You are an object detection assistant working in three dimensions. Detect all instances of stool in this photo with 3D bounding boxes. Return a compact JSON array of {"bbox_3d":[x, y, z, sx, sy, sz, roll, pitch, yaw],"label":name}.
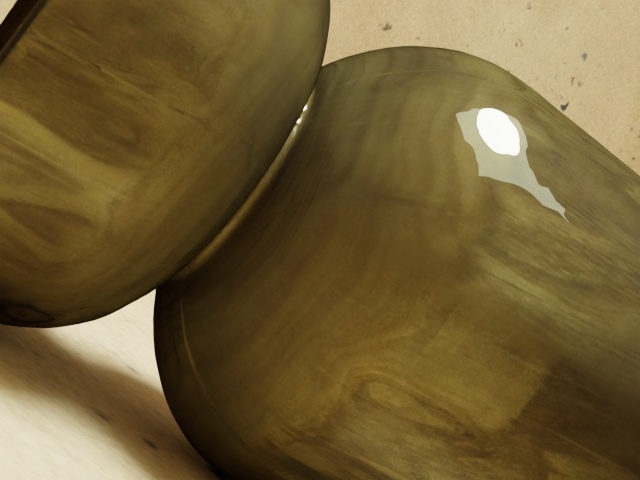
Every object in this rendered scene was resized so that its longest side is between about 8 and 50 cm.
[{"bbox_3d":[0.000,0.000,0.538,0.264,0.179,0.179,36,1,-17],"label":"stool"}]
